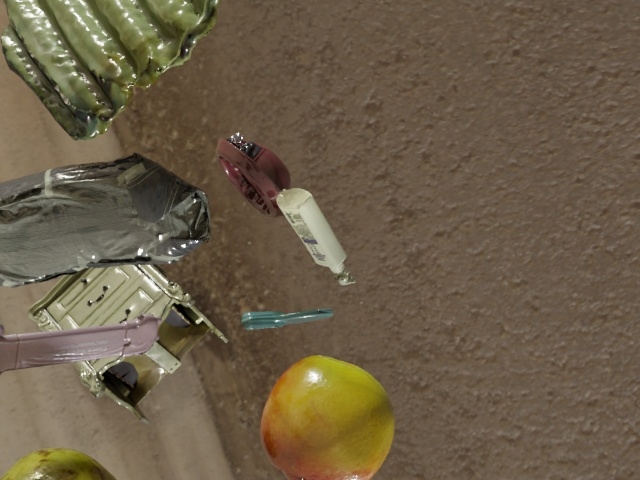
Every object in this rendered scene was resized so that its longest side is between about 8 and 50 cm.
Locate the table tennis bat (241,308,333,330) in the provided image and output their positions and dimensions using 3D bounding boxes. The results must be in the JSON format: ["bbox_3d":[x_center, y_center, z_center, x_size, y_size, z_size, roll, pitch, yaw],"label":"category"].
[{"bbox_3d":[-0.064,0.149,1.347,0.124,0.201,0.033,-20,74,46],"label":"table tennis bat"}]

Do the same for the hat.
[{"bbox_3d":[-0.117,-0.132,1.377,0.205,0.089,0.205,44,168,12],"label":"hat"}]

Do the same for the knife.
[{"bbox_3d":[-0.484,0.199,1.325,0.038,0.398,0.132,33,115,44],"label":"knife"}]

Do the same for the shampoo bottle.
[{"bbox_3d":[0.000,0.000,0.809,0.049,0.034,0.141,6,139,42],"label":"shampoo bottle"}]

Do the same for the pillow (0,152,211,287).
[{"bbox_3d":[-0.311,-0.023,0.917,0.093,0.335,0.162,-97,-5,-55],"label":"pillow"}]

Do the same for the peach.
[{"bbox_3d":[0.012,0.314,1.195,0.231,0.231,0.231,18,117,40],"label":"peach"}]

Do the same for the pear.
[{"bbox_3d":[-0.504,0.535,1.337,0.283,0.283,0.284,18,117,40],"label":"pear"}]

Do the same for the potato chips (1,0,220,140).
[{"bbox_3d":[-0.266,-0.337,0.873,0.358,0.070,0.429,-41,62,12],"label":"potato chips"}]

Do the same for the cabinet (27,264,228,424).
[{"bbox_3d":[-0.434,0.194,1.606,0.318,0.290,0.227,36,165,36],"label":"cabinet"}]
